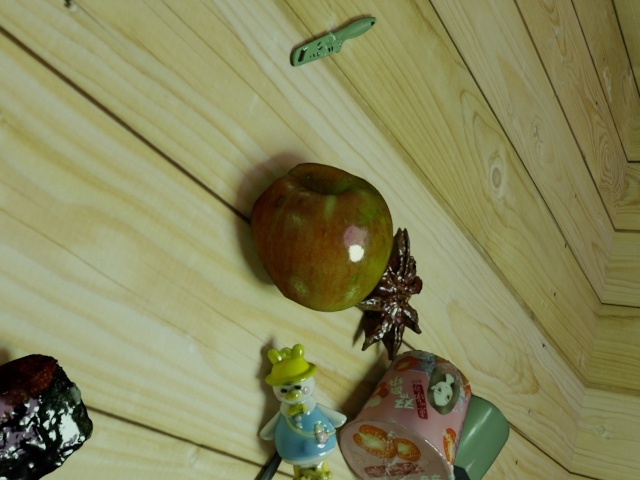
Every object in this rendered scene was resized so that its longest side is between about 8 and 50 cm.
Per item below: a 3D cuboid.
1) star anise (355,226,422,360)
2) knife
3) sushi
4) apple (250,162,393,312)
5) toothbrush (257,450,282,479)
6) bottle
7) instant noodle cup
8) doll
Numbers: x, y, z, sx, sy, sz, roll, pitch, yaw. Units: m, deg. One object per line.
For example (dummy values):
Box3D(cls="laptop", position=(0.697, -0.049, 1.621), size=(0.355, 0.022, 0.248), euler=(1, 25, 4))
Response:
Box3D(cls="star anise", position=(0.157, 0.116, 1.470), size=(0.288, 0.088, 0.289), euler=(-4, 95, -55))
Box3D(cls="knife", position=(0.033, -0.382, 1.308), size=(0.293, 0.019, 0.043), euler=(-38, 124, -44))
Box3D(cls="sushi", position=(-0.364, 0.224, 0.737), size=(0.225, 0.136, 0.126), euler=(-31, 110, -42))
Box3D(cls="apple", position=(0.000, 0.000, 1.169), size=(0.246, 0.246, 0.226), euler=(-28, 134, -49))
Box3D(cls="toothbrush", position=(-0.091, 0.413, 1.213), size=(0.030, 0.030, 0.297), euler=(47, 54, -14))
Box3D(cls="bottle", position=(0.320, 0.540, 1.666), size=(0.347, 0.168, 0.169), euler=(-41, 125, -40))
Box3D(cls="instant noodle cup", position=(0.194, 0.375, 1.431), size=(0.231, 0.242, 0.243), euler=(-53, 133, -44))
Box3D(cls="doll", position=(-0.037, 0.300, 1.195), size=(0.098, 0.135, 0.241), euler=(-17, 95, -54))
